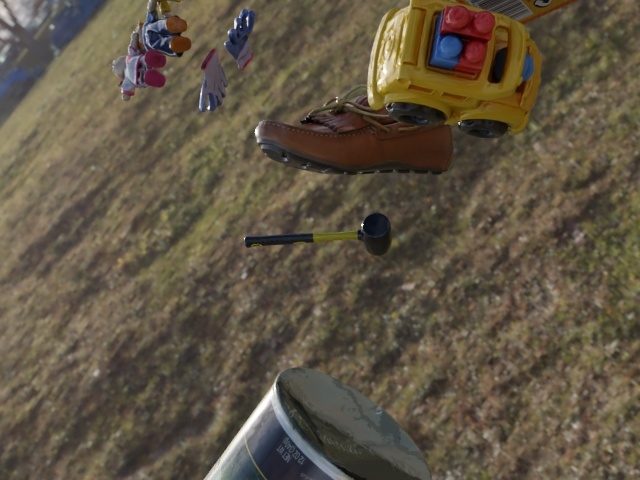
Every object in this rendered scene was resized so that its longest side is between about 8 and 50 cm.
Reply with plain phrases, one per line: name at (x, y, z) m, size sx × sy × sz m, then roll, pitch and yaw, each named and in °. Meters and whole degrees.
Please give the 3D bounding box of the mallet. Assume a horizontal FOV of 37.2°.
mallet at (0.000, 0.000, 1.219) m, size 0.189 × 0.062 × 0.039 m, roll -6°, pitch 65°, yaw 12°

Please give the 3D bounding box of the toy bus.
toy bus at (0.187, -0.225, 1.177) m, size 0.211 × 0.220 × 0.150 m, roll 154°, pitch 127°, yaw -79°

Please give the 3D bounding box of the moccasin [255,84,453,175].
moccasin at (0.066, -0.181, 1.561) m, size 0.139 × 0.379 × 0.147 m, roll 18°, pitch 108°, yaw 59°

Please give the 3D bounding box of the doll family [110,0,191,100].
doll family at (-0.250, -0.344, 1.462) m, size 0.163 × 0.118 × 0.263 m, roll 20°, pitch 109°, yaw 55°

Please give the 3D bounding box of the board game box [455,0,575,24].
board game box at (0.293, -0.576, 1.323) m, size 0.356 × 0.356 × 0.357 m, roll -19°, pitch 57°, yaw 37°

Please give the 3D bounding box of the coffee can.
coffee can at (-0.040, 0.305, 1.027) m, size 0.275 × 0.201 × 0.201 m, roll -55°, pitch 18°, yaw 15°

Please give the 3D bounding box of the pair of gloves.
pair of gloves at (-0.171, -0.329, 1.766) m, size 0.198 × 0.023 × 0.159 m, roll -60°, pitch -12°, yaw -19°
